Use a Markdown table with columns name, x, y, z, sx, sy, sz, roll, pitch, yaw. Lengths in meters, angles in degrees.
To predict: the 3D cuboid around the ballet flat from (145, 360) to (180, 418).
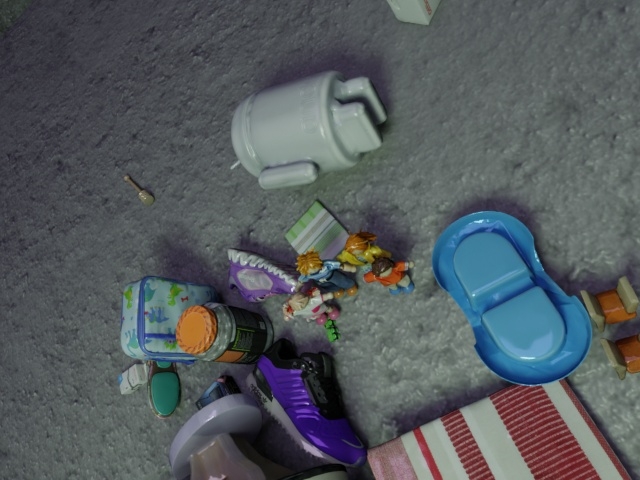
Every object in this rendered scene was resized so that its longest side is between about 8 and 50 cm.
| name | x | y | z | sx | sy | sz | roll | pitch | yaw |
| --- | --- | --- | --- | --- | --- | --- | --- | --- | --- |
| ballet flat | -0.380 | 0.316 | 1.162 | 0.079 | 0.077 | 0.222 | -41 | 52 | 36 |

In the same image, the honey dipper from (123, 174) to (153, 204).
| name | x | y | z | sx | sy | sz | roll | pitch | yaw |
| --- | --- | --- | --- | --- | --- | --- | --- | --- | --- |
| honey dipper | -0.526 | -0.151 | 1.412 | 0.160 | 0.030 | 0.030 | 39 | 96 | 36 |

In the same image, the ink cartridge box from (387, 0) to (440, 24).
| name | x | y | z | sx | sy | sz | roll | pitch | yaw |
| --- | --- | --- | --- | --- | --- | --- | --- | --- | --- |
| ink cartridge box | 0.215 | -0.577 | 1.028 | 0.082 | 0.139 | 0.191 | 25 | 90 | 32 |

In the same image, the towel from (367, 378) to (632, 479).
| name | x | y | z | sx | sy | sz | roll | pitch | yaw |
| --- | --- | --- | --- | --- | --- | --- | --- | --- | --- |
| towel | 0.260 | 0.357 | 0.716 | 0.329 | 0.037 | 0.237 | -25 | 57 | 1 |

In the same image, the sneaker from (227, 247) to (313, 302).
| name | x | y | z | sx | sy | sz | roll | pitch | yaw |
| --- | --- | --- | --- | --- | --- | --- | --- | --- | --- |
| sneaker | -0.118 | 0.091 | 1.059 | 0.236 | 0.095 | 0.105 | 17 | 91 | 39 |

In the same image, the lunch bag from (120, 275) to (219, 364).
| name | x | y | z | sx | sy | sz | roll | pitch | yaw |
| --- | --- | --- | --- | --- | --- | --- | --- | --- | --- |
| lunch bag | -0.316 | 0.176 | 1.070 | 0.090 | 0.219 | 0.176 | -17 | 66 | 33 |

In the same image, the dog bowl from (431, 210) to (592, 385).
| name | x | y | z | sx | sy | sz | roll | pitch | yaw |
| --- | --- | --- | --- | --- | --- | --- | --- | --- | --- |
| dog bowl | 0.299 | 0.092 | 0.792 | 0.166 | 0.074 | 0.297 | -31 | 55 | 12 |

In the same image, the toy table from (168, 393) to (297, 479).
| name | x | y | z | sx | sy | sz | roll | pitch | yaw |
| --- | --- | --- | --- | --- | --- | --- | --- | --- | --- |
| toy table | -0.171 | 0.426 | 0.902 | 0.161 | 0.252 | 0.274 | 56 | 149 | 35 |

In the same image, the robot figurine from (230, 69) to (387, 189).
| name | x | y | z | sx | sy | sz | roll | pitch | yaw |
| --- | --- | --- | --- | --- | --- | --- | --- | --- | --- |
| robot figurine | -0.042 | -0.235 | 1.042 | 0.353 | 0.200 | 0.300 | -7 | 52 | 29 |

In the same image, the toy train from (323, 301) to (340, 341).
| name | x | y | z | sx | sy | sz | roll | pitch | yaw |
| --- | --- | --- | --- | --- | --- | --- | --- | --- | --- |
| toy train | 0.017 | 0.165 | 0.994 | 0.023 | 0.017 | 0.083 | -35 | 59 | 30 |

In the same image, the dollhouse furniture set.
| name | x | y | z | sx | sy | sz | roll | pitch | yaw |
| --- | --- | --- | --- | --- | --- | --- | --- | --- | --- |
| dollhouse furniture set | 0.528 | 0.142 | 0.648 | 0.262 | 0.135 | 0.259 | -24 | 53 | 23 |

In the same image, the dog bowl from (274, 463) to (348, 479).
| name | x | y | z | sx | sy | sz | roll | pitch | yaw |
| --- | --- | --- | --- | --- | --- | --- | --- | --- | --- |
| dog bowl | -0.114 | 0.500 | 0.733 | 0.408 | 0.408 | 0.150 | -38 | 59 | 16 |

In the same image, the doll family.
| name | x | y | z | sx | sy | sz | roll | pitch | yaw |
| --- | --- | --- | --- | --- | --- | --- | --- | --- | --- |
| doll family | 0.038 | 0.057 | 0.914 | 0.263 | 0.163 | 0.118 | -25 | 60 | 16 |

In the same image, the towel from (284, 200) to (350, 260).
| name | x | y | z | sx | sy | sz | roll | pitch | yaw |
| --- | --- | --- | --- | --- | --- | --- | --- | --- | --- |
| towel | 0.000 | 0.000 | 1.055 | 0.113 | 0.023 | 0.152 | -46 | 55 | 9 |

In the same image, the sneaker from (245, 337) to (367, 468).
| name | x | y | z | sx | sy | sz | roll | pitch | yaw |
| --- | --- | --- | --- | --- | --- | --- | --- | --- | --- |
| sneaker | -0.014 | 0.286 | 0.923 | 0.293 | 0.102 | 0.146 | 32 | 92 | 34 |

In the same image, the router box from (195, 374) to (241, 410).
| name | x | y | z | sx | sy | sz | roll | pitch | yaw |
| --- | --- | --- | --- | --- | --- | --- | --- | --- | --- |
| router box | -0.203 | 0.364 | 1.052 | 0.092 | 0.038 | 0.122 | -48 | 57 | 11 |

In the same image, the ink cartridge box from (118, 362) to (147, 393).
| name | x | y | z | sx | sy | sz | roll | pitch | yaw |
| --- | --- | --- | --- | --- | --- | --- | --- | --- | --- |
| ink cartridge box | -0.459 | 0.339 | 1.220 | 0.083 | 0.028 | 0.048 | -37 | 60 | 16 |

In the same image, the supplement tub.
| name | x | y | z | sx | sy | sz | roll | pitch | yaw |
| --- | --- | --- | --- | --- | --- | --- | --- | --- | --- |
| supplement tub | -0.194 | 0.191 | 1.008 | 0.117 | 0.190 | 0.117 | -10 | 70 | 28 |
